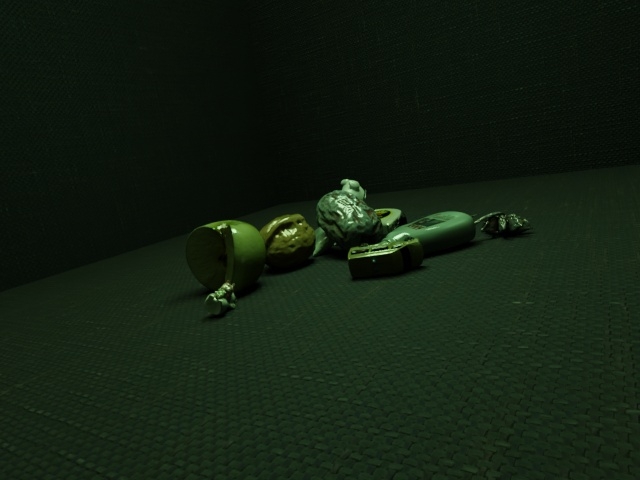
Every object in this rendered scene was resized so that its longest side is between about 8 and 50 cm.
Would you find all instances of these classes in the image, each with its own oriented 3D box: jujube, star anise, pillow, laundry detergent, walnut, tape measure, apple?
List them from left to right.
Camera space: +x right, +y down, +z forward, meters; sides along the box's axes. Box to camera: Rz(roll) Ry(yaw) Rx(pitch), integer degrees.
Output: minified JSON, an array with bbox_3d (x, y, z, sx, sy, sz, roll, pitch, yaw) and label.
[{"bbox_3d":[-0.336,0.056,1.655,0.295,0.258,0.233,2,15,35],"label":"apple"},{"bbox_3d":[-0.148,0.007,1.843,0.257,0.257,0.224,-20,47,-40],"label":"walnut"},{"bbox_3d":[-0.001,0.001,2.064,0.144,0.078,0.254,-48,15,1],"label":"pillow"},{"bbox_3d":[0.119,-0.084,1.876,0.226,0.226,0.317,-16,44,-29],"label":"jujube"},{"bbox_3d":[0.301,-0.063,2.024,0.271,0.133,0.231,0,23,44],"label":"tape measure"},{"bbox_3d":[0.374,-0.009,1.702,0.397,0.125,0.264,-18,15,-25],"label":"laundry detergent"},{"bbox_3d":[0.711,-0.068,1.730,0.231,0.089,0.209,4,-4,-34],"label":"star anise"}]

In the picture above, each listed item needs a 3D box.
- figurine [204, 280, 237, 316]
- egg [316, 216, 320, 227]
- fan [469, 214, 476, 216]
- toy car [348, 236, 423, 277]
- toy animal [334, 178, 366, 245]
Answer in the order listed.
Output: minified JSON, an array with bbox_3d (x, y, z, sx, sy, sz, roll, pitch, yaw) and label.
[{"bbox_3d":[-0.304,0.187,1.424,0.098,0.081,0.146,-46,-5,25],"label":"figurine"},{"bbox_3d":[0.064,-0.107,2.352,0.169,0.169,0.231,-12,24,-7],"label":"egg"},{"bbox_3d":[0.736,-0.115,2.198,0.133,0.005,0.085,-15,11,-21],"label":"fan"},{"bbox_3d":[0.225,0.064,1.513,0.256,0.101,0.124,-8,16,18],"label":"toy car"},{"bbox_3d":[0.125,-0.136,2.133,0.154,0.325,0.208,13,12,4],"label":"toy animal"}]
